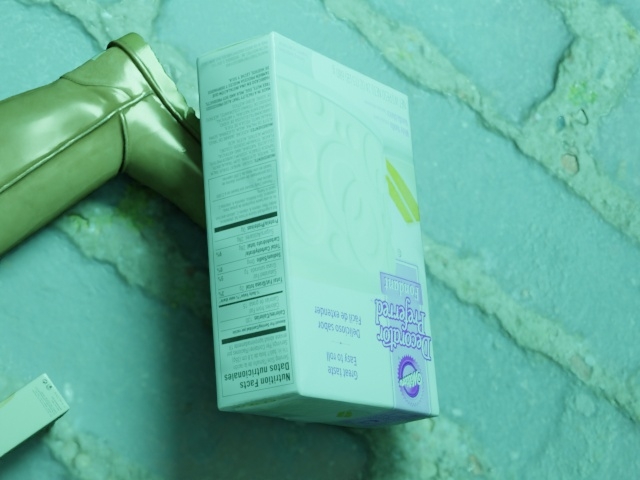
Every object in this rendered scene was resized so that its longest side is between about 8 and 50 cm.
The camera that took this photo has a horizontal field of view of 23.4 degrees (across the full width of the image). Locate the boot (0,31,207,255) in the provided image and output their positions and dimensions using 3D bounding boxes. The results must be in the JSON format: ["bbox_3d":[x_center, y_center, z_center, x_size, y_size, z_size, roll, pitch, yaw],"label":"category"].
[{"bbox_3d":[-0.228,-0.042,1.429,0.269,0.089,0.236,-34,84,-25],"label":"boot"}]

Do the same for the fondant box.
[{"bbox_3d":[0.000,0.000,1.437,0.238,0.096,0.330,17,65,-54],"label":"fondant box"}]

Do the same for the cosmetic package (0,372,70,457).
[{"bbox_3d":[-0.281,0.167,1.352,0.115,0.060,0.041,-34,88,-29],"label":"cosmetic package"}]
